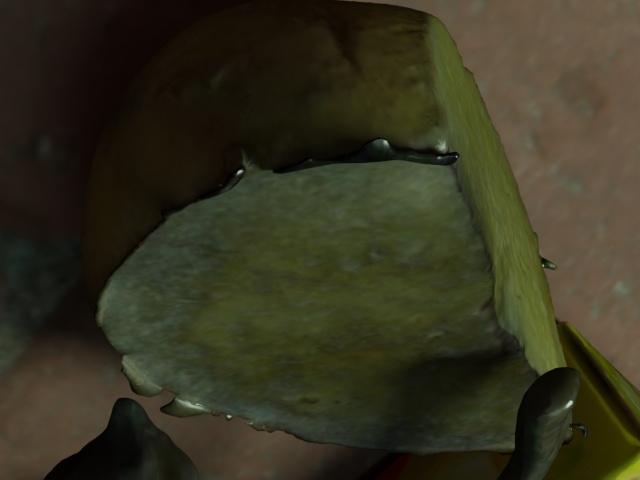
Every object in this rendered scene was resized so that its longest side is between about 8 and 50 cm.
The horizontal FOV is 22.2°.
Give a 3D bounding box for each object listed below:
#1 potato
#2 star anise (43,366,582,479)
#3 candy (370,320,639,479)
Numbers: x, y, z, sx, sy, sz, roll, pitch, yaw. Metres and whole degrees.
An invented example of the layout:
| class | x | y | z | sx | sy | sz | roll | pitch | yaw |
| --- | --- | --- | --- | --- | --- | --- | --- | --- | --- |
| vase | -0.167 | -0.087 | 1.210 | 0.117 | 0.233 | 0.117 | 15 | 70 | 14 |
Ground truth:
| class | x | y | z | sx | sy | sz | roll | pitch | yaw |
| --- | --- | --- | --- | --- | --- | --- | --- | --- | --- |
| potato | 0.000 | 0.000 | 0.548 | 0.138 | 0.098 | 0.243 | -13 | 149 | 12 |
| star anise | -0.103 | 0.161 | 0.578 | 0.316 | 0.139 | 0.359 | 1 | 140 | -29 |
| candy | 0.053 | 0.175 | 0.723 | 0.276 | 0.088 | 0.146 | -42 | 131 | 12 |
